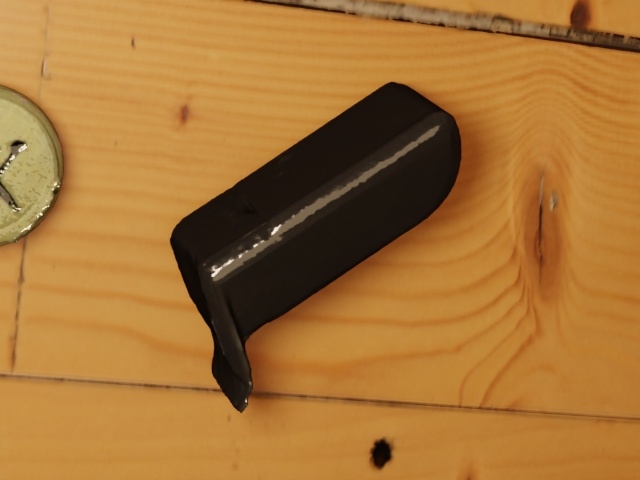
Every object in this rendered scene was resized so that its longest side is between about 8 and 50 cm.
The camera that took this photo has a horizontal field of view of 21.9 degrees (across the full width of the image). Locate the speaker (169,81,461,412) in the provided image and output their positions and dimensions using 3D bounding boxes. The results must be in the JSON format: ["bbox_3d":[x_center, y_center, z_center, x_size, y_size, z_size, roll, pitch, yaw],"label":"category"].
[{"bbox_3d":[0.000,0.000,1.927,0.388,0.180,0.184,-34,115,-4],"label":"speaker"}]

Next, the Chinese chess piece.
[{"bbox_3d":[-0.382,-0.083,1.853,0.188,0.083,0.188,-3,105,-13],"label":"Chinese chess piece"}]
